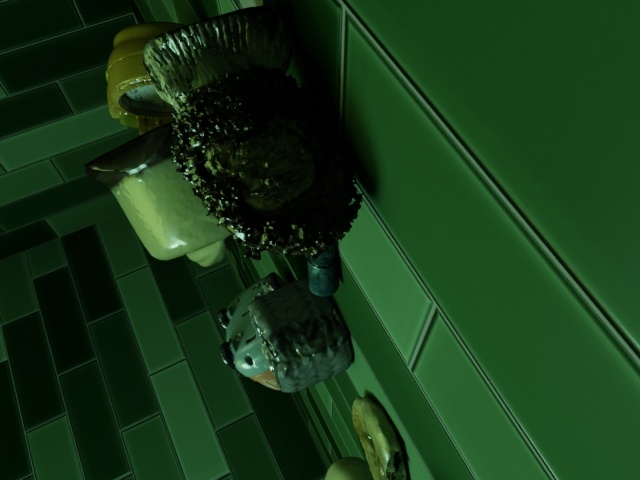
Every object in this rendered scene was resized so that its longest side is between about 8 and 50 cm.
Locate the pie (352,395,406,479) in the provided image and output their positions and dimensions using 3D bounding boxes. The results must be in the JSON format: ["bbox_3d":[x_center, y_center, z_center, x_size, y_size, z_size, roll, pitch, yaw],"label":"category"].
[{"bbox_3d":[0.113,0.401,1.110,0.185,0.052,0.218,-122,16,-52],"label":"pie"}]

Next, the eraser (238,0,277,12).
[{"bbox_3d":[-0.082,-0.323,0.684,0.104,0.023,0.150,65,167,8],"label":"eraser"}]

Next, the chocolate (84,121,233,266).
[{"bbox_3d":[-0.287,-0.091,1.245,0.297,0.314,0.326,68,-165,3],"label":"chocolate"}]

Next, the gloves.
[{"bbox_3d":[-0.071,-0.118,0.655,0.135,0.210,0.312,-32,74,62],"label":"gloves"}]

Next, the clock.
[{"bbox_3d":[-0.338,-0.349,1.198,0.317,0.244,0.200,164,98,-74],"label":"clock"}]

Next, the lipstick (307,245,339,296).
[{"bbox_3d":[0.000,0.000,0.863,0.053,0.053,0.234,57,162,36],"label":"lipstick"}]

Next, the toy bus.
[{"bbox_3d":[-0.116,0.239,1.409,0.232,0.194,0.288,46,-169,-29],"label":"toy bus"}]

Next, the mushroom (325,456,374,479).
[{"bbox_3d":[0.081,0.658,1.362,0.246,0.202,0.246,163,90,-86],"label":"mushroom"}]

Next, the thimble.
[{"bbox_3d":[-0.045,0.198,1.148,0.217,0.157,0.245,65,166,2],"label":"thimble"}]
